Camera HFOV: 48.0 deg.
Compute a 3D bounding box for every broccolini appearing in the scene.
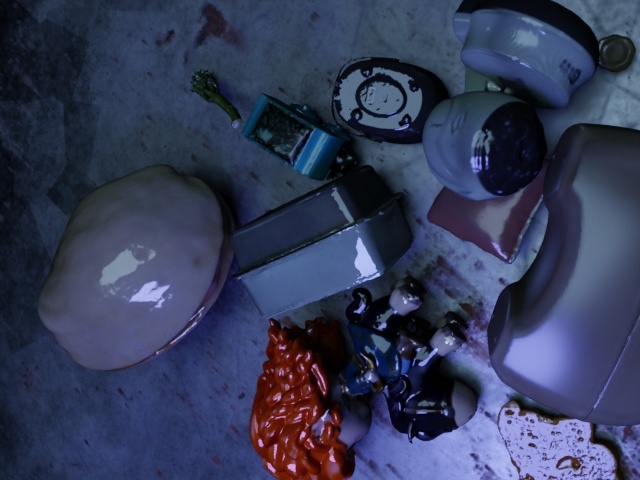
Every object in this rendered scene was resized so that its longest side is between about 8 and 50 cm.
[{"bbox_3d":[-0.191,-0.259,1.342,0.239,0.054,0.051,51,162,48],"label":"broccolini"}]

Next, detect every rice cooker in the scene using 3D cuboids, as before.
[{"bbox_3d":[0.111,-0.233,1.199,0.203,0.118,0.142,13,99,21],"label":"rice cooker"}]

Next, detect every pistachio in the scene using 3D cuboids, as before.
[{"bbox_3d":[-0.361,0.049,1.396,0.445,0.281,0.365,-43,65,9],"label":"pistachio"}]

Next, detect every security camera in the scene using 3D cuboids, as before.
[{"bbox_3d":[0.257,-0.193,1.037,0.191,0.197,0.277,30,92,49],"label":"security camera"}]

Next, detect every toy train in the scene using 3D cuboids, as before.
[{"bbox_3d":[-0.036,-0.178,1.263,0.198,0.154,0.107,35,105,22],"label":"toy train"}]

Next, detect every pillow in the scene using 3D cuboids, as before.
[{"bbox_3d":[0.275,-0.076,1.147,0.171,0.075,0.179,31,104,29],"label":"pillow"}]

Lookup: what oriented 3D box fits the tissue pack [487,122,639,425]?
[{"bbox_3d":[0.407,0.049,0.976,0.277,0.267,0.387,19,101,11],"label":"tissue pack"}]

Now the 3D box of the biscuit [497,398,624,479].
[{"bbox_3d":[0.393,0.363,1.133,0.280,0.043,0.183,44,115,14],"label":"biscuit"}]

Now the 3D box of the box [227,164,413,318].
[{"bbox_3d":[0.000,0.000,1.221,0.290,0.220,0.166,-24,96,27],"label":"box"}]

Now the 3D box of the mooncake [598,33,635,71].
[{"bbox_3d":[0.323,-0.366,1.115,0.150,0.057,0.347,-37,73,12],"label":"mooncake"}]

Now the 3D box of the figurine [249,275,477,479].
[{"bbox_3d":[0.067,0.242,1.214,0.412,0.241,0.306,-21,110,10],"label":"figurine"}]
